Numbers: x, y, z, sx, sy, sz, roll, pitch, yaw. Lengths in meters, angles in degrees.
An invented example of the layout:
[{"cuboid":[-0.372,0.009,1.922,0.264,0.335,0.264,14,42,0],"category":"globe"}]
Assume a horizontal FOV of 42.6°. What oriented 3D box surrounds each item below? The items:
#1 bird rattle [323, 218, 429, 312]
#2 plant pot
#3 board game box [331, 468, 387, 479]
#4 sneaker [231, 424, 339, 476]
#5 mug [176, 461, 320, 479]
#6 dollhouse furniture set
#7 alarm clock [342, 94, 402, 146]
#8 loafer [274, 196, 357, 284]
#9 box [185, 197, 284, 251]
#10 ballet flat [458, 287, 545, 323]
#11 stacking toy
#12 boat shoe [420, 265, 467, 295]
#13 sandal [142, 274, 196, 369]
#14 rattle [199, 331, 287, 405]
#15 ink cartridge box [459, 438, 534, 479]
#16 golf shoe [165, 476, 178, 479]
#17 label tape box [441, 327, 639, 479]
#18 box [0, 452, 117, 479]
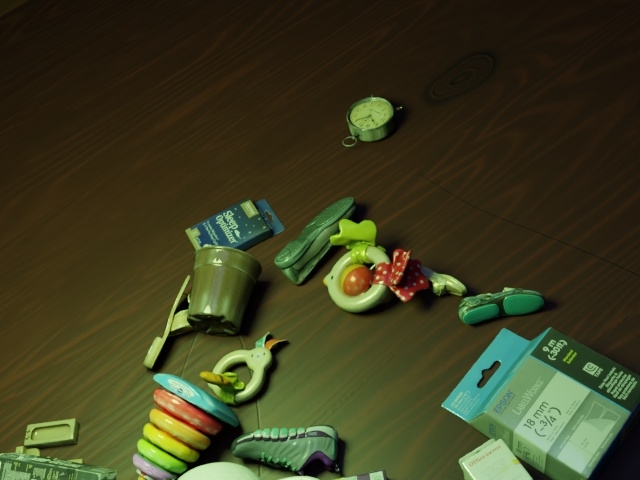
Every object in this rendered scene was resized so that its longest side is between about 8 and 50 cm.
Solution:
[{"cuboid":[0.117,0.080,1.896,0.207,0.143,0.253,-47,55,3],"category":"bird rattle"},{"cuboid":[-0.233,0.125,1.913,0.166,0.167,0.165,2,61,15],"category":"plant pot"},{"cuboid":[0.052,0.609,1.513,0.208,0.056,0.347,-10,50,1],"category":"board game box"},{"cuboid":[-0.073,0.436,1.663,0.223,0.083,0.098,-9,55,6],"category":"sneaker"},{"cuboid":[-0.125,0.555,1.445,0.374,0.276,0.328,-25,39,4],"category":"mug"},{"cuboid":[-0.593,0.439,1.760,0.144,0.123,0.151,-9,50,7],"category":"dollhouse furniture set"},{"cuboid":[0.127,-0.315,2.231,0.129,0.064,0.192,29,61,31],"category":"alarm clock"},{"cuboid":[0.000,0.000,2.013,0.267,0.084,0.096,-42,23,-24],"category":"loafer"},{"cuboid":[-0.219,-0.027,2.104,0.225,0.037,0.136,-28,50,-10],"category":"box"},{"cuboid":[0.394,0.133,1.804,0.188,0.070,0.070,-10,50,1],"category":"ballet flat"},{"cuboid":[-0.324,0.442,1.696,0.175,0.166,0.302,23,75,28],"category":"stacking toy"},{"cuboid":[0.270,0.102,1.869,0.135,0.050,0.045,21,62,39],"category":"boat shoe"},{"cuboid":[-0.330,0.204,1.934,0.079,0.088,0.240,26,65,-6],"category":"sandal"},{"cuboid":[-0.171,0.251,1.803,0.199,0.143,0.130,-43,36,-13],"category":"rattle"},{"cuboid":[0.335,0.453,1.538,0.092,0.090,0.143,-28,49,-9],"category":"ink cartridge box"},{"cuboid":[-0.249,0.517,1.653,0.198,0.094,0.077,-5,26,-20],"category":"golf shoe"},{"cuboid":[0.437,0.307,1.621,0.333,0.106,0.240,30,63,32],"category":"label tape box"},{"cuboid":[-0.537,0.581,1.581,0.242,0.076,0.308,3,79,17],"category":"box"}]
